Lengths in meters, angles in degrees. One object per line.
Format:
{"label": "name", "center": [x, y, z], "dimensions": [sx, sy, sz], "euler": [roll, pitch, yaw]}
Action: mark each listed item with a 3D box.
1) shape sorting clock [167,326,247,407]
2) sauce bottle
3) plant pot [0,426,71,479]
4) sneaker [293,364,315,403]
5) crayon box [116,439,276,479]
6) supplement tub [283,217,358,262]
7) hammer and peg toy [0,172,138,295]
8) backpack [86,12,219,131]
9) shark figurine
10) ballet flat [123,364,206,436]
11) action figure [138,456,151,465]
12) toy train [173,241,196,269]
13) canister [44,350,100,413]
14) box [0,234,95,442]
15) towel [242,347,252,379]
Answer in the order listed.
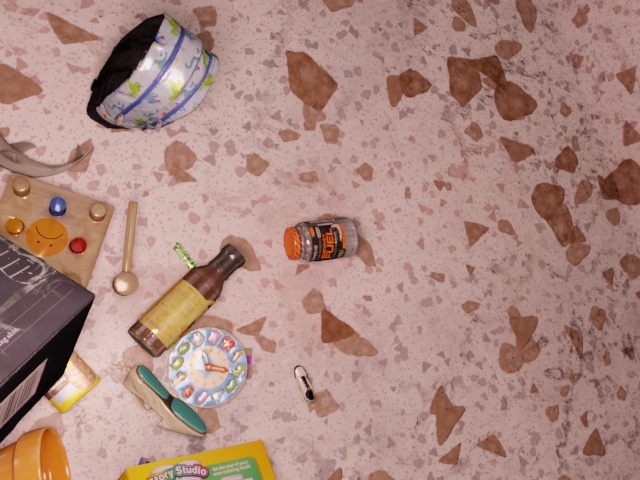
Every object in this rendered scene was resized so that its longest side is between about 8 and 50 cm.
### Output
{"label": "shape sorting clock", "center": [-0.292, 0.328, 1.718], "dimensions": [0.206, 0.040, 0.206], "euler": [4, 77, -17]}
{"label": "sauce bottle", "center": [-0.333, 0.147, 1.706], "dimensions": [0.111, 0.111, 0.344], "euler": [48, 69, -7]}
{"label": "plant pot", "center": [-0.676, 0.536, 1.459], "dimensions": [0.188, 0.205, 0.205], "euler": [-14, 84, -8]}
{"label": "sneaker", "center": [-0.041, 0.391, 1.810], "dimensions": [0.040, 0.044, 0.109], "euler": [-21, 86, -22]}
{"label": "crayon box", "center": [-0.254, 0.651, 1.524], "dimensions": [0.363, 0.106, 0.313], "euler": [2, 49, -38]}
{"label": "supplement tub", "center": [0.000, 0.000, 1.864], "dimensions": [0.190, 0.117, 0.117], "euler": [-7, 82, -22]}
{"label": "hammer and peg toy", "center": [-0.610, 0.004, 1.618], "dimensions": [0.361, 0.127, 0.266], "euler": [19, 71, -17]}
{"label": "backpack", "center": [-0.414, -0.419, 1.655], "dimensions": [0.273, 0.355, 0.290], "euler": [32, 69, -14]}
{"label": "shark figurine", "center": [-0.717, -0.202, 1.626], "dimensions": [0.278, 0.116, 0.166], "euler": [14, 76, -17]}
{"label": "ballet flat", "center": [-0.393, 0.415, 1.654], "dimensions": [0.248, 0.086, 0.086], "euler": [47, 67, -5]}
{"label": "action figure", "center": [-0.392, 0.696, 1.543], "dimensions": [0.330, 0.178, 0.341], "euler": [16, 76, -28]}
{"label": "toy train", "center": [-0.363, 0.042, 1.767], "dimensions": [0.023, 0.017, 0.083], "euler": [-38, 95, -13]}
{"label": "canister", "center": [-0.626, 0.311, 1.579], "dimensions": [0.126, 0.073, 0.170], "euler": [-44, 98, -23]}
{"label": "box", "center": [-0.786, 0.193, 1.255], "dimensions": [0.471, 0.297, 0.480], "euler": [31, 32, -1]}
{"label": "towel", "center": [-0.213, 0.330, 1.772], "dimensions": [0.060, 0.009, 0.083], "euler": [2, 78, -20]}
